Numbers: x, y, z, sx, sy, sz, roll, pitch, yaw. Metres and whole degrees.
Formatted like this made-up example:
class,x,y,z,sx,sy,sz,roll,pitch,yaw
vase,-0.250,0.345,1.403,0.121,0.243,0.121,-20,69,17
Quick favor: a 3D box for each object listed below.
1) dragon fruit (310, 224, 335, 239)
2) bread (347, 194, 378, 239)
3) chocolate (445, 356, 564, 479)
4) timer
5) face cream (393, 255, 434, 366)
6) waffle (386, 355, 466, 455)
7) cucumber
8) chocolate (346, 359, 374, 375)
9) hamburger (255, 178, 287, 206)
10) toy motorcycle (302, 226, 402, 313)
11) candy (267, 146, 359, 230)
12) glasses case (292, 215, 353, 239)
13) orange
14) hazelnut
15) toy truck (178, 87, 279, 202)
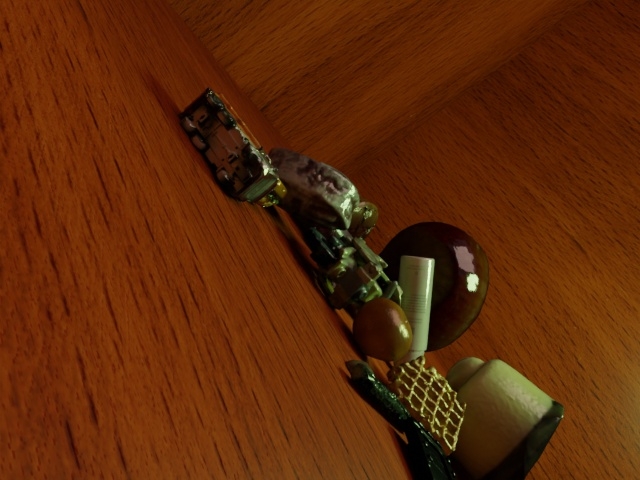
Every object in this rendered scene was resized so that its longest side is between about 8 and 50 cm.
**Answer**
class,x,y,z,sx,sy,sz,roll,pitch,yaw
dragon fruit,0.000,0.000,1.817,0.102,0.096,0.147,-92,178,-60
bread,0.076,-0.070,2.076,0.269,0.195,0.143,1,35,-41
chocolate,0.443,0.489,1.644,0.297,0.326,0.314,33,-24,17
timer,0.220,0.453,1.195,0.144,0.055,0.187,49,12,-25
face cream,0.260,0.218,1.727,0.102,0.101,0.346,1,95,-82
waffle,0.249,0.373,1.467,0.219,0.057,0.229,46,30,-1
cucumber,0.136,0.329,1.236,0.257,0.044,0.043,51,52,-37
chocolate,0.087,0.270,1.264,0.064,0.031,0.100,52,7,23
hamburger,-0.154,-0.155,1.434,0.166,0.087,0.137,56,0,19
toy motorcycle,0.093,0.097,1.629,0.237,0.169,0.410,51,9,30
candy,-0.034,-0.138,1.612,0.289,0.157,0.214,27,-18,4
glasses case,0.023,-0.015,1.920,0.308,0.128,0.083,51,33,-29
orange,0.147,0.219,1.471,0.159,0.136,0.159,-23,90,-80
hazelnut,0.350,0.157,1.943,0.402,0.429,0.402,33,6,-4
toy truck,-0.201,-0.207,1.317,0.270,0.114,0.135,54,11,18
